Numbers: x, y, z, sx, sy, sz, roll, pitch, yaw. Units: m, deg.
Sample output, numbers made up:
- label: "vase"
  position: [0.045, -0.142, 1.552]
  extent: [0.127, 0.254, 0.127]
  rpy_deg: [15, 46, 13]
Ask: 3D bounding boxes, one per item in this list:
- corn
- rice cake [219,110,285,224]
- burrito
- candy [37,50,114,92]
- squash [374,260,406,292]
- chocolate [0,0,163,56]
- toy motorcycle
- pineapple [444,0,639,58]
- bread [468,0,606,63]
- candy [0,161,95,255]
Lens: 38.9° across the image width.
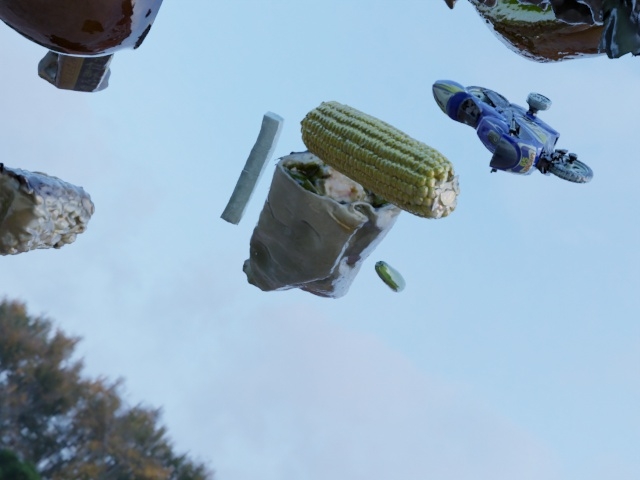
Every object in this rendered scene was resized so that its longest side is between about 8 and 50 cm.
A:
- label: "corn"
  position: [0.066, -0.099, 1.065]
  extent: [0.248, 0.081, 0.081]
  rpy_deg: [36, -35, 44]
- label: "rice cake"
  position: [-0.135, -0.140, 1.803]
  extent: [0.045, 0.042, 0.245]
  rpy_deg: [28, -71, 4]
- label: "burrito"
  position: [0.003, 0.001, 1.335]
  extent: [0.135, 0.190, 0.332]
  rpy_deg: [62, -26, 24]
- label: "candy"
  position: [-0.384, -0.333, 1.509]
  extent: [0.271, 0.143, 0.101]
  rpy_deg: [141, -49, -60]
- label: "squash"
  position: [0.089, 0.047, 1.147]
  extent: [0.027, 0.027, 0.089]
  rpy_deg: [31, -4, 27]
- label: "chocolate"
  position: [-0.208, -0.236, 0.745]
  extent: [0.177, 0.177, 0.177]
  rpy_deg: [30, -39, 28]
- label: "toy motorcycle"
  position: [0.305, -0.181, 1.491]
  extent: [0.315, 0.169, 0.113]
  rpy_deg: [50, -48, 42]
- label: "pineapple"
  position: [0.135, -0.209, 0.582]
  extent: [0.361, 0.175, 0.175]
  rpy_deg: [42, -32, 39]
- label: "bread"
  position: [0.248, -0.279, 0.871]
  extent: [0.236, 0.236, 0.070]
  rpy_deg: [16, -12, 40]
- label: "candy"
  position: [-0.268, -0.030, 0.824]
  extent: [0.095, 0.110, 0.085]
  rpy_deg: [29, -75, 16]
